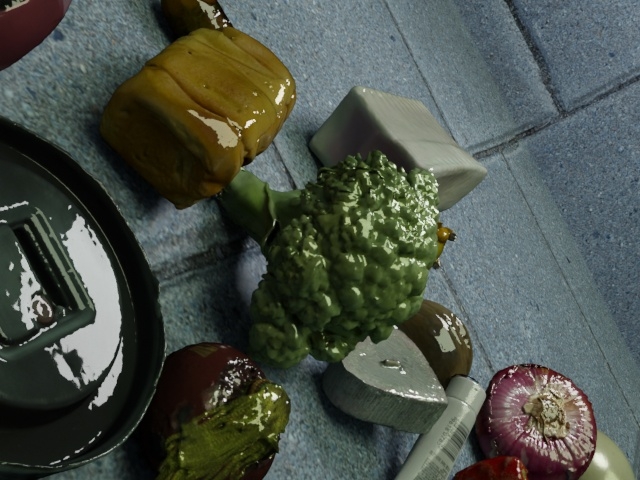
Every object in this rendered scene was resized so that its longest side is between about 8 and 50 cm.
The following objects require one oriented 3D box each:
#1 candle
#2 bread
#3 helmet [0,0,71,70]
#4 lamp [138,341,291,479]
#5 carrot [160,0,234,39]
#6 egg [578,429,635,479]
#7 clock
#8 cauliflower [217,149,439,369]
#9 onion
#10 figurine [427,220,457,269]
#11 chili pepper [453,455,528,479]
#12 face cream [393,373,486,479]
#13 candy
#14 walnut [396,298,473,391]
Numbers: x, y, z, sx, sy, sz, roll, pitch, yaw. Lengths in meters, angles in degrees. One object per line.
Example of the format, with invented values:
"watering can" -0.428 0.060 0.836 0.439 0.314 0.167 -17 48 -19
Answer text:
"candle" 0.097 0.194 1.126 0.168 0.068 0.192 36 25 13
"bread" -0.133 -0.162 1.001 0.166 0.132 0.294 34 32 -2
"helmet" -0.322 -0.287 0.792 0.198 0.154 0.253 49 25 -29
"lamp" -0.095 0.172 0.787 0.156 0.135 0.157 28 41 -50
"carrot" -0.160 -0.289 1.157 0.173 0.082 0.082 57 27 -10
"egg" 0.496 0.454 1.537 0.189 0.188 0.254 53 24 -20
"clock" -0.266 0.040 0.676 0.325 0.067 0.325 42 33 -36
"cauliflower" 0.014 0.019 1.026 0.281 0.327 0.260 24 -38 57
"onion" 0.378 0.346 1.466 0.229 0.163 0.230 8 51 -10
"figurine" 0.153 -0.001 1.468 0.122 0.121 0.176 42 29 24
"chili pepper" 0.267 0.378 1.267 0.073 0.123 0.070 1 63 -58
"face cream" 0.160 0.301 1.138 0.092 0.058 0.244 48 60 -24
"candy" 0.150 -0.150 1.473 0.208 0.145 0.358 49 22 14
"walnut" 0.165 0.167 1.268 0.140 0.140 0.162 -2 79 -62
